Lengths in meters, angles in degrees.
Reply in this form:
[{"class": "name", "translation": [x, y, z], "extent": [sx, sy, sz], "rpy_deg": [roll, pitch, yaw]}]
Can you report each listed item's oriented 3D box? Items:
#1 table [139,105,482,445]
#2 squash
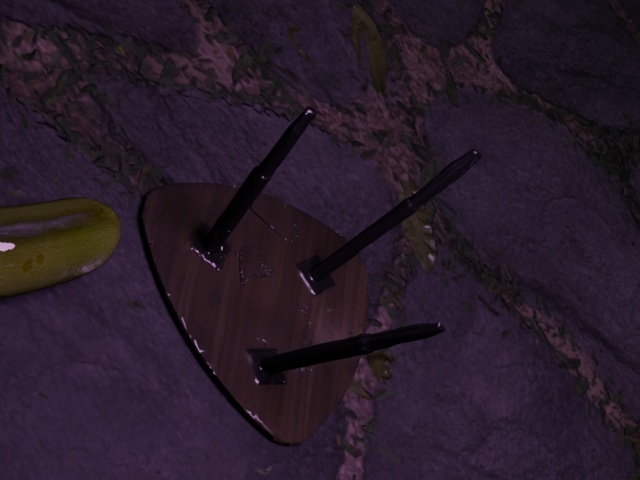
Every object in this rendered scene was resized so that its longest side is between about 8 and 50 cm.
[{"class": "table", "translation": [0.000, 0.000, 1.704], "extent": [0.317, 0.249, 0.317], "rpy_deg": [25, 48, -31]}, {"class": "squash", "translation": [-0.312, 0.013, 1.518], "extent": [0.341, 0.094, 0.094], "rpy_deg": [-9, 70, -50]}]
